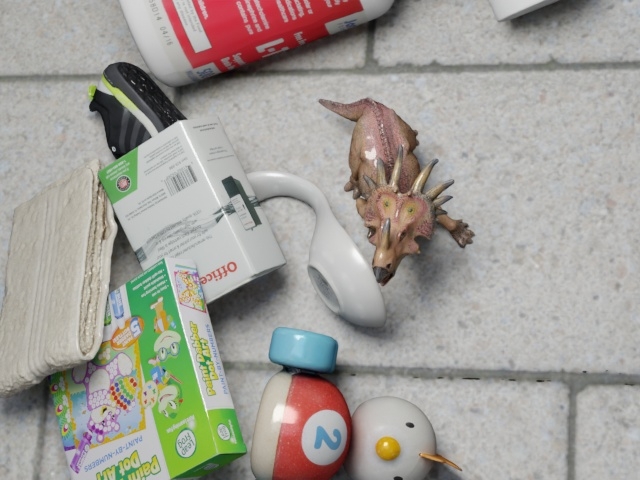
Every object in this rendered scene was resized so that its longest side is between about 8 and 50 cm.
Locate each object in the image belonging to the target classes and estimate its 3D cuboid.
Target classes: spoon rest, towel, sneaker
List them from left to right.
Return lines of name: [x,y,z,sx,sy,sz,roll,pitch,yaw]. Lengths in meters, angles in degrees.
towel: [-0.330,0.047,1.712,0.187,0.049,0.282,-26,50,39]
sneaker: [-0.224,-0.130,1.810,0.097,0.084,0.235,-48,66,26]
spoon rest: [0.000,0.000,1.683,0.084,0.137,0.276,-33,54,-17]

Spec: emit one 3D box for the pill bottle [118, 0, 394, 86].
pill bottle: [-0.046,-0.361,1.750,0.407,0.229,0.229,-18,69,7]

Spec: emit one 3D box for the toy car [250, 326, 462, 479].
toy car: [0.047,0.227,1.558,0.238,0.210,0.219,10,85,3]

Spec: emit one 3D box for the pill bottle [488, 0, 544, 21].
pill bottle: [0.232,-0.416,1.709,0.153,0.153,0.265,-20,93,6]

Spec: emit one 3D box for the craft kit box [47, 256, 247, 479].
craft kit box: [-0.217,0.182,1.639,0.250,0.061,0.247,-32,68,33]

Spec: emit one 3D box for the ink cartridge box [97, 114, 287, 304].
ink cartridge box: [-0.156,-0.026,1.682,0.153,0.087,0.208,-27,86,30]

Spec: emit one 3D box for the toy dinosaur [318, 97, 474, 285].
toy dinosaur: [0.081,-0.085,1.642,0.127,0.200,0.296,-24,68,4]
